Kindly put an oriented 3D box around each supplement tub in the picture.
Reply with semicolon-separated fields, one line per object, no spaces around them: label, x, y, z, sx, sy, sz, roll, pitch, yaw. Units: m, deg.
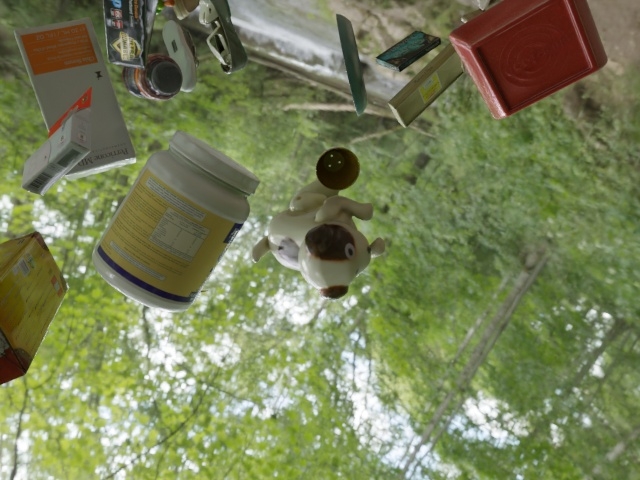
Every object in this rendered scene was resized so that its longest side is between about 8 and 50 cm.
supplement tub;-0.387;-0.379;1.312;0.106;0.105;0.198;8;-170;-34
supplement tub;-0.301;-0.042;1.203;0.241;0.331;0.241;33;-174;-4

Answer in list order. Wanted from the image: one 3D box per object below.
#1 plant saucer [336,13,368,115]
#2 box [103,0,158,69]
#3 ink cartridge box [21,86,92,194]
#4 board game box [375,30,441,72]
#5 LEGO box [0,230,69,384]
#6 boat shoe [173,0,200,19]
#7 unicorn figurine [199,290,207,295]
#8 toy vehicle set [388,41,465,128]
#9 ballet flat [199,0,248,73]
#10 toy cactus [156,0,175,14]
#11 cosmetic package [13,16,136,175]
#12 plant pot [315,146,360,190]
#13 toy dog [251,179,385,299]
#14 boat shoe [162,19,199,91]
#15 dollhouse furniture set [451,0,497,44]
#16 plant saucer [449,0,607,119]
plant saucer;0.104;-0.552;1.771;0.044;0.317;0.317;-11;-167;9
box;-0.224;-0.348;0.679;0.051;0.220;0.175;6;-118;-13
ink cartridge box;-0.610;-0.244;1.312;0.066;0.189;0.232;28;-144;-49
board game box;0.293;-0.635;1.888;0.126;0.186;0.026;40;163;45
LEGO box;-0.842;0.187;1.301;0.373;0.193;0.500;-22;-160;-7
boat shoe;-0.383;-0.778;1.720;0.098;0.109;0.302;-5;-135;11
unicorn figurine;-0.366;0.112;1.520;0.111;0.060;0.162;62;179;-4
toy vehicle set;0.339;-0.486;1.781;0.035;0.267;0.166;50;-173;21
ballet flat;-0.215;-0.450;1.180;0.068;0.213;0.072;-37;-140;-21
toy cactus;-0.480;-0.714;1.548;0.219;0.180;0.112;-4;-134;24
cosmetic package;-0.768;-0.442;1.791;0.230;0.452;0.161;-19;-173;-18
plant pot;0.047;-0.230;1.720;0.134;0.134;0.095;15;-159;-13
toy dog;0.000;0.000;1.710;0.396;0.284;0.408;-11;-158;-16
boat shoe;-0.354;-0.485;1.493;0.070;0.078;0.219;9;-121;-53
dollhouse furniture set;0.495;-0.594;1.379;0.152;0.374;0.201;-37;-109;-22
plant saucer;0.439;-0.388;1.170;0.259;0.259;0.047;46;-151;-36
